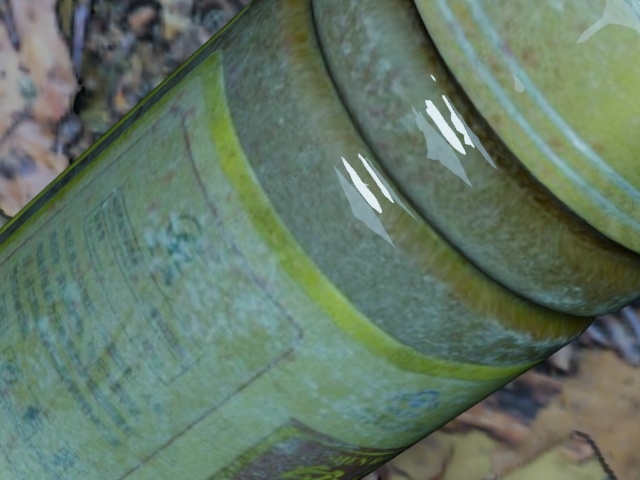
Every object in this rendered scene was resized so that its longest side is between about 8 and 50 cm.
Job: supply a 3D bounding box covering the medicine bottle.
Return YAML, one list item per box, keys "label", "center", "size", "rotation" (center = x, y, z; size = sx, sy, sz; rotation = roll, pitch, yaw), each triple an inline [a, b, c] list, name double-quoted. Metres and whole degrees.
- label: "medicine bottle"
  center: [0.000, 0.000, 0.546]
  size: [0.322, 0.151, 0.151]
  rotation: [-37, 90, 30]
